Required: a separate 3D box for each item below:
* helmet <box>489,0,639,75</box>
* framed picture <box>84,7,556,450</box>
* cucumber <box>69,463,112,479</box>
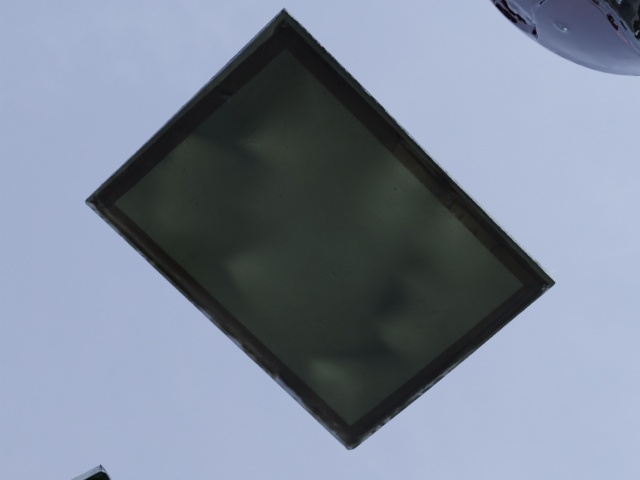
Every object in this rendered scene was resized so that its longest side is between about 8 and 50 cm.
[{"bbox_3d":[0.179,-0.199,0.916,0.216,0.193,0.189,38,-94,-5],"label":"helmet"},{"bbox_3d":[0.000,0.000,0.909,0.173,0.010,0.231,-40,-76,17],"label":"framed picture"},{"bbox_3d":[-0.153,0.158,0.810,0.107,0.067,0.035,-29,-88,-13],"label":"cucumber"}]
